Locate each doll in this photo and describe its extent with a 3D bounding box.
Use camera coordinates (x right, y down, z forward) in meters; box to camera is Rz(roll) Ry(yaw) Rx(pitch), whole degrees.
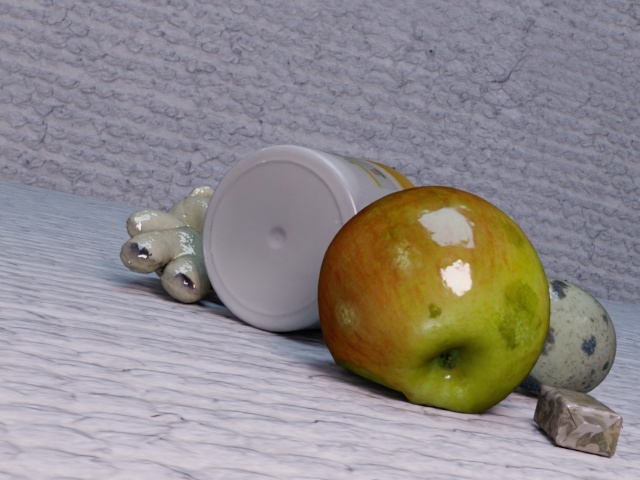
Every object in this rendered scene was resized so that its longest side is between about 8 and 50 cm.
[{"bbox_3d":[-0.196,0.026,1.504,0.149,0.175,0.278,-26,2,16],"label":"doll"}]

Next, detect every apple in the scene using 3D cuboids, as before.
[{"bbox_3d":[0.119,0.072,1.113,0.246,0.246,0.226,11,33,-25],"label":"apple"}]

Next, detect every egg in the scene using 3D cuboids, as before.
[{"bbox_3d":[0.270,0.113,1.260,0.182,0.141,0.141,35,-11,-36],"label":"egg"}]

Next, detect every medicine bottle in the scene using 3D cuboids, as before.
[{"bbox_3d":[0.000,0.000,1.399,0.238,0.237,0.232,14,4,29],"label":"medicine bottle"}]

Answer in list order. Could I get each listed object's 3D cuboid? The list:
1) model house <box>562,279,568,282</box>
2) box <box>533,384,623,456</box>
[{"bbox_3d":[0.306,0.132,1.620,0.203,0.141,0.164,-12,36,-25],"label":"model house"},{"bbox_3d":[0.250,0.175,1.037,0.062,0.045,0.098,13,4,-2],"label":"box"}]
